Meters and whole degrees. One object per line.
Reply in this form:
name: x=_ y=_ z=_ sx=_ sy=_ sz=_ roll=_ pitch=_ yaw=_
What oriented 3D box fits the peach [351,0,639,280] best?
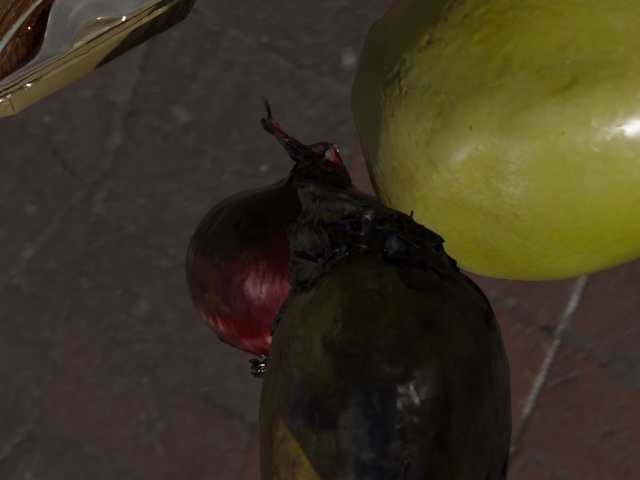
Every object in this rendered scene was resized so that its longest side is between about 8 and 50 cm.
peach: x=0.185 y=-0.110 z=1.502 sx=0.316 sy=0.314 sz=0.281 roll=-12 pitch=90 yaw=12

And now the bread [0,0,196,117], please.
bread: x=-0.164 y=-0.182 z=1.138 sx=0.142 sy=0.224 sz=0.212 roll=54 pitch=164 yaw=16

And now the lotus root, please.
lotus root: x=0.037 y=0.122 z=1.045 sx=0.141 sy=0.169 sz=0.314 roll=0 pitch=85 yaw=4

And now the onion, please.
onion: x=0.000 y=0.000 z=1.861 sx=0.273 sy=0.273 sz=0.285 roll=3 pitch=95 yaw=29
